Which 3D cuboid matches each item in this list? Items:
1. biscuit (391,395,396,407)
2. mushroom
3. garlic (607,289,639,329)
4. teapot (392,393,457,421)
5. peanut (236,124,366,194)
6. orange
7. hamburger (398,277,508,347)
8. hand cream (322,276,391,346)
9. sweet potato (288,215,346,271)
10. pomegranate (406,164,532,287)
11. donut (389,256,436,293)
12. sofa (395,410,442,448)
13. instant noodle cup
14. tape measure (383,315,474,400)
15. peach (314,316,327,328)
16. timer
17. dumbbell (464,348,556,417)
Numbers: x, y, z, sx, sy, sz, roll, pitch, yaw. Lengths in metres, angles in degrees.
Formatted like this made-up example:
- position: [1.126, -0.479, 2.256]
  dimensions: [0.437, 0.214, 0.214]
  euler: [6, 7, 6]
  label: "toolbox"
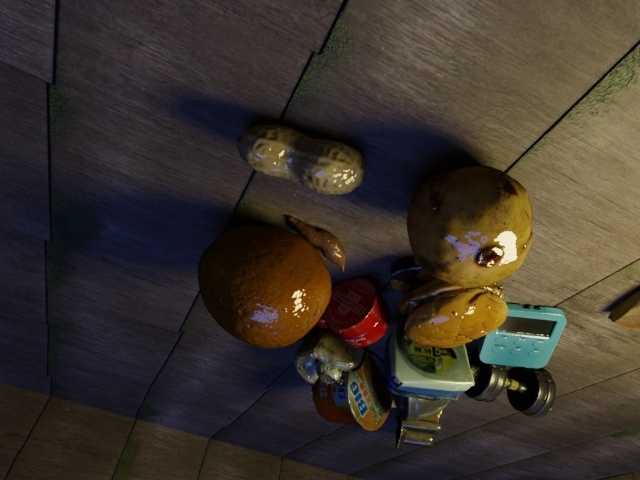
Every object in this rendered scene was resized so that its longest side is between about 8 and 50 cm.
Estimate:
- position: [0.372, 0.695, 1.962]
  dimensions: [0.061, 0.055, 0.219]
  euler: [34, 134, -11]
  label: "biscuit"
- position: [0.024, 0.409, 1.617]
  dimensions: [0.164, 0.189, 0.267]
  euler: [50, 141, -12]
  label: "mushroom"
- position: [0.944, 0.196, 1.273]
  dimensions: [0.101, 0.087, 0.195]
  euler: [24, 141, 3]
  label: "garlic"
- position: [0.391, 0.499, 1.664]
  dimensions: [0.240, 0.321, 0.239]
  euler: [-6, -179, -7]
  label: "teapot"
- position: [-0.041, -0.180, 0.986]
  dimensions: [0.299, 0.136, 0.120]
  euler: [15, 105, -5]
  label: "peanut"
- position: [-0.156, 0.113, 1.204]
  dimensions: [0.357, 0.322, 0.322]
  euler: [30, 142, 18]
  label: "orange"
- position: [0.384, 0.204, 1.286]
  dimensions: [0.319, 0.158, 0.318]
  euler: [-10, 148, -6]
  label: "hamburger"
- position: [0.113, 0.223, 1.374]
  dimensions: [0.193, 0.193, 0.125]
  euler: [-18, 132, 28]
  label: "hand cream"
- position: [0.006, -0.003, 1.237]
  dimensions: [0.226, 0.068, 0.068]
  euler: [43, 130, -15]
  label: "sweet potato"
- position: [0.333, -0.030, 0.998]
  dimensions: [0.281, 0.281, 0.281]
  euler: [5, 139, 5]
  label: "pomegranate"
- position: [0.273, 0.101, 1.304]
  dimensions: [0.141, 0.059, 0.140]
  euler: [4, 138, 4]
  label: "donut"
- position: [0.458, 0.887, 2.067]
  dimensions: [0.200, 0.182, 0.258]
  euler: [4, 139, 5]
  label: "sofa"
- position: [0.114, 0.591, 1.738]
  dimensions: [0.214, 0.296, 0.296]
  euler: [-17, 133, 38]
  label: "instant noodle cup"
- position: [0.347, 0.374, 1.447]
  dimensions: [0.260, 0.262, 0.138]
  euler: [8, 147, -9]
  label: "tape measure"
- position: [0.020, 0.265, 1.532]
  dimensions: [0.279, 0.068, 0.189]
  euler: [20, 140, -12]
  label: "peach"
- position: [0.654, 0.310, 1.452]
  dimensions: [0.232, 0.091, 0.249]
  euler: [5, 135, 6]
  label: "timer"
- position: [0.679, 0.518, 1.608]
  dimensions: [0.389, 0.185, 0.185]
  euler: [20, 138, -13]
  label: "dumbbell"
